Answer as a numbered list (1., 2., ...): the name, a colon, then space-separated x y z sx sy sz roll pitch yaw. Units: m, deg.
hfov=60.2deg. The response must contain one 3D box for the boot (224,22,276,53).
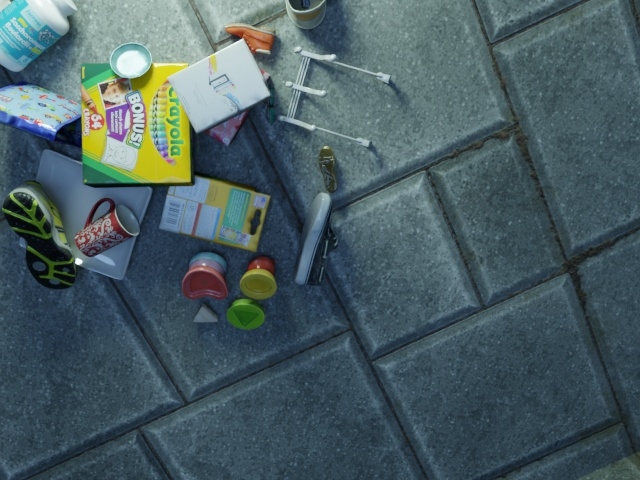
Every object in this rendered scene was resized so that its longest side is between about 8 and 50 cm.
1. boot: -0.221 -0.622 1.700 0.158 0.059 0.084 9 108 -8

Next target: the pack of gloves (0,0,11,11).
1. pack of gloves: -1.046 -0.715 1.626 0.232 0.046 0.195 -28 93 0

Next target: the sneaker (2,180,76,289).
1. sneaker: -0.843 -0.012 1.719 0.145 0.147 0.384 -3 126 -5

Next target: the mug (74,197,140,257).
1. mug: -0.677 -0.038 1.744 0.169 0.150 0.113 -29 144 11

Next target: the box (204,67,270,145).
1. box: -0.272 -0.434 1.708 0.128 0.122 0.256 32 100 -10

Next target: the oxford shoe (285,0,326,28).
1. oxford shoe: -0.067 -0.859 1.615 0.169 0.130 0.448 -11 104 0

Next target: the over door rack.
1. over door rack: 0.047 -0.449 1.739 0.325 0.108 0.239 15 104 -8

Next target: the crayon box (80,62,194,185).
1. crayon box: -0.547 -0.346 1.674 0.314 0.106 0.362 -2 89 -3

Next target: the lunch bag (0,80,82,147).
1. lunch bag: -0.827 -0.359 1.595 0.221 0.293 0.138 22 101 -9

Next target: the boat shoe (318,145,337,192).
1. boat shoe: 0.030 -0.235 1.830 0.056 0.048 0.152 -11 99 11

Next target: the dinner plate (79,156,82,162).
1. dinner plate: -0.709 -0.228 1.782 0.141 0.017 0.141 -1 106 -3

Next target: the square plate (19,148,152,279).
1. square plate: -0.757 -0.080 1.790 0.348 0.049 0.343 21 106 -9

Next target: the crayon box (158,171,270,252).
1. crayon box: -0.343 -0.100 1.810 0.323 0.083 0.203 15 103 -7

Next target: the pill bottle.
1. pill bottle: -0.840 -0.624 1.602 0.264 0.146 0.146 -37 104 5

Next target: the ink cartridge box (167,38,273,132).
1. ink cartridge box: -0.274 -0.430 1.557 0.233 0.171 0.168 -26 103 3

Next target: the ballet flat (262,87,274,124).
1. ballet flat: -0.168 -0.429 1.767 0.041 0.041 0.114 -1 104 -4

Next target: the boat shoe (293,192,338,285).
1. boat shoe: 0.000 0.000 1.859 0.119 0.121 0.335 10 114 -15

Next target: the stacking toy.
1. stacking toy: -0.305 0.159 1.895 0.309 0.130 0.279 7 130 -4

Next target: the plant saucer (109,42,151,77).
1. plant saucer: -0.554 -0.523 1.620 0.120 0.021 0.119 1 74 -3
